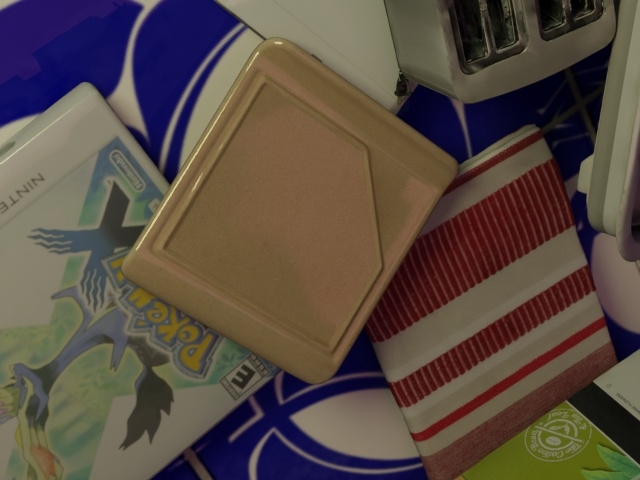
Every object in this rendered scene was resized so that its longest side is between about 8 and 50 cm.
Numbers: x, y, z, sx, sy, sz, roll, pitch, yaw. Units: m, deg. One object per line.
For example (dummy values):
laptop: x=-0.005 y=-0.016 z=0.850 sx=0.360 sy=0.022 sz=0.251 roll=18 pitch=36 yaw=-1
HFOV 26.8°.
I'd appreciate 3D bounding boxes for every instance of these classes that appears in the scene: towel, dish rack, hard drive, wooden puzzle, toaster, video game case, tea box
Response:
towel: x=0.160 y=0.072 z=1.311 sx=0.237 sy=0.037 sz=0.329 roll=-31 pitch=122 yaw=-13
dish rack: x=0.339 y=-0.148 z=1.239 sx=0.333 sy=0.072 sz=0.285 roll=-18 pitch=120 yaw=-48
hard drive: x=0.071 y=-0.272 z=1.134 sx=0.203 sy=0.040 sz=0.307 roll=35 pitch=93 yaw=-33
wooden puzzle: x=-0.024 y=-0.021 z=1.147 sx=0.221 sy=0.044 sz=0.238 roll=33 pitch=91 yaw=-26
toaster: x=0.139 y=-0.210 z=1.103 sx=0.168 sy=0.110 sz=0.185 roll=-23 pitch=119 yaw=-15
video game case: x=-0.218 y=0.081 z=1.137 sx=0.300 sy=0.036 sz=0.329 roll=-39 pitch=122 yaw=-7
tea box: x=0.308 y=0.350 z=1.375 sx=0.323 sy=0.220 sz=0.329 roll=-33 pitch=128 yaw=-12
